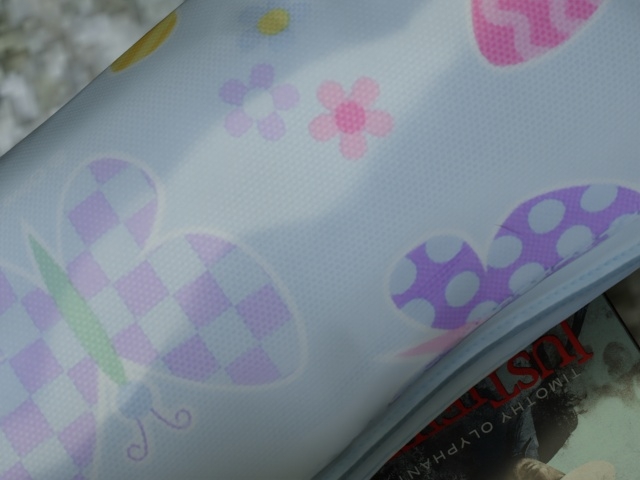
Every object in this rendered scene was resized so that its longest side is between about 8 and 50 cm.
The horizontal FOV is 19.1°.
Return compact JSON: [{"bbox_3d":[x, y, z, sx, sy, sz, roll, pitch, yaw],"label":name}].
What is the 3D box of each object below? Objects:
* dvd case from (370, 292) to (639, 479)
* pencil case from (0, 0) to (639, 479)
[{"bbox_3d":[0.039,0.039,0.492,0.087,0.013,0.119,-31,71,5],"label":"dvd case"},{"bbox_3d":[0.000,0.000,0.445,0.273,0.113,0.124,-38,85,3],"label":"pencil case"}]
